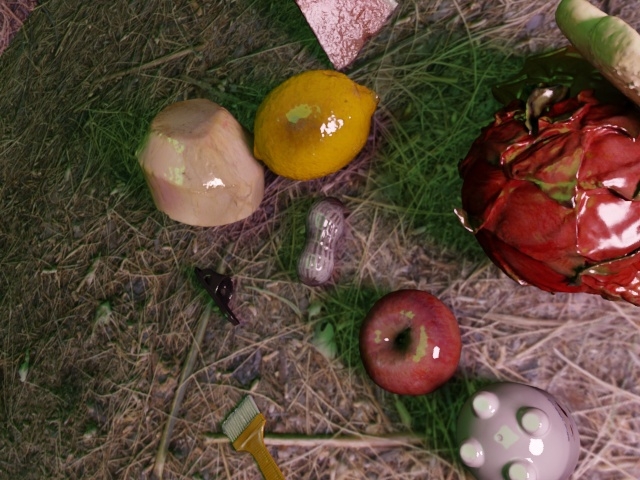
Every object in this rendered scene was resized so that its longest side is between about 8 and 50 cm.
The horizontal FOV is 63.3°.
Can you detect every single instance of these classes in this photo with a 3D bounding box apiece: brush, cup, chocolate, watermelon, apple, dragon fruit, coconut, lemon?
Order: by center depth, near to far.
[{"bbox_3d":[0.234,0.260,0.629,0.134,0.142,0.173,-5,71,31],"label":"cup"},{"bbox_3d":[0.307,-0.046,0.638,0.244,0.244,0.299,-43,72,13],"label":"dragon fruit"},{"bbox_3d":[0.130,0.148,0.753,0.153,0.120,0.153,-12,69,35],"label":"apple"},{"bbox_3d":[-0.094,0.372,0.881,0.082,0.010,0.218,-49,55,8],"label":"brush"},{"bbox_3d":[0.000,0.000,0.920,0.072,0.072,0.167,8,80,35],"label":"chocolate"},{"bbox_3d":[-0.014,-0.205,0.932,0.257,0.188,0.188,-24,61,19],"label":"lemon"},{"bbox_3d":[0.035,-0.459,1.021,0.136,0.207,0.202,-33,71,50],"label":"watermelon"},{"bbox_3d":[-0.227,-0.135,1.022,0.259,0.259,0.259,-12,67,29],"label":"coconut"}]

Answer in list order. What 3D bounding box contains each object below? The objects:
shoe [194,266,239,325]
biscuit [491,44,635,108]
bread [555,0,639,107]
[{"bbox_3d":[-0.189,0.098,1.015,0.053,0.062,0.159,-40,54,-1],"label":"shoe"},{"bbox_3d":[0.361,-0.216,0.789,0.215,0.034,0.182,20,84,36],"label":"biscuit"},{"bbox_3d":[0.392,-0.165,0.592,0.054,0.316,0.316,-50,52,29],"label":"bread"}]
